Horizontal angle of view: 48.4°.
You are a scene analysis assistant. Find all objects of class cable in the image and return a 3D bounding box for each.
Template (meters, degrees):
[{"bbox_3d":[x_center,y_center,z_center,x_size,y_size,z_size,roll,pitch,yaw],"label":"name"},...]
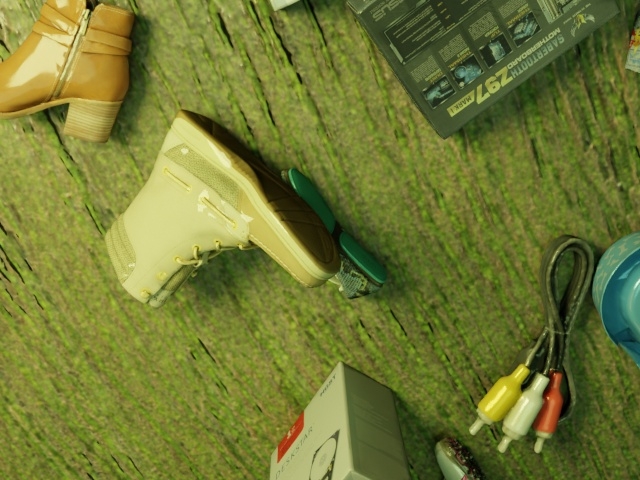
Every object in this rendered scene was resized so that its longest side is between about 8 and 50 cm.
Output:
[{"bbox_3d":[0.299,0.141,0.900,0.139,0.072,0.287,17,107,-13],"label":"cable"}]

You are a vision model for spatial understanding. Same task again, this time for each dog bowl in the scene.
[{"bbox_3d":[0.453,0.108,0.890,0.166,0.074,0.297,-38,107,10],"label":"dog bowl"}]

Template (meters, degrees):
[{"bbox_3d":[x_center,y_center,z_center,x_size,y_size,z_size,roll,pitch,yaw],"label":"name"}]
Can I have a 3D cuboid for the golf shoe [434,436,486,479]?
[{"bbox_3d":[0.194,0.352,0.971,0.086,0.067,0.186,-28,108,9],"label":"golf shoe"}]

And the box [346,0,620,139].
[{"bbox_3d":[0.172,-0.246,0.748,0.232,0.059,0.183,-36,122,11],"label":"box"}]

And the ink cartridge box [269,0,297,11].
[{"bbox_3d":[0.024,-0.332,0.735,0.209,0.062,0.109,-23,107,6],"label":"ink cartridge box"}]

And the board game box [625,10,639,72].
[{"bbox_3d":[0.415,-0.273,0.767,0.194,0.060,0.194,-27,108,7],"label":"board game box"}]

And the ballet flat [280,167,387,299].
[{"bbox_3d":[0.000,0.000,0.851,0.070,0.070,0.188,-38,102,11],"label":"ballet flat"}]

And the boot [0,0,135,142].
[{"bbox_3d":[-0.304,-0.204,0.769,0.197,0.073,0.152,13,110,-18],"label":"boot"}]

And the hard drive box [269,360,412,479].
[{"bbox_3d":[0.016,0.287,0.858,0.089,0.232,0.181,31,105,-11],"label":"hard drive box"}]

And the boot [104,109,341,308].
[{"bbox_3d":[-0.119,0.008,0.789,0.262,0.095,0.203,44,107,19],"label":"boot"}]
